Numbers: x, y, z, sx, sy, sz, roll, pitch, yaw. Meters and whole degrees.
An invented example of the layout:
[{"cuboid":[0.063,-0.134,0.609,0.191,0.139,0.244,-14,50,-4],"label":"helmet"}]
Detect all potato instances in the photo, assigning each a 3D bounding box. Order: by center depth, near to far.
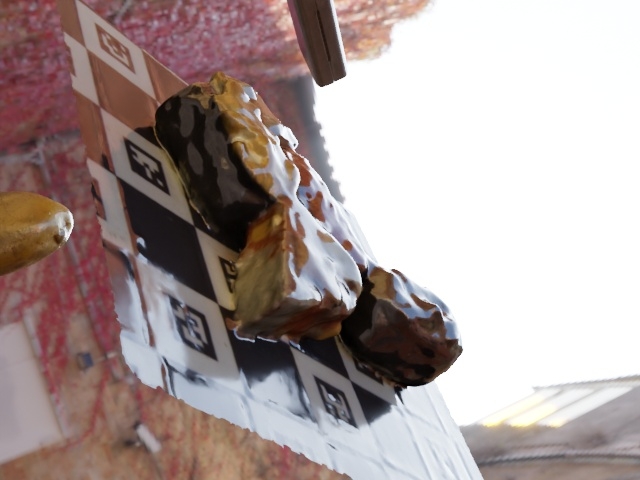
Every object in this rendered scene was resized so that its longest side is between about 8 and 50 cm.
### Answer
[{"cuboid":[-0.593,-0.001,1.607,0.195,0.369,0.176,13,72,-75],"label":"potato"}]

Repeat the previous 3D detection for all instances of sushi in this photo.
[{"cuboid":[0.000,0.000,0.626,0.359,0.064,0.343,37,22,-43],"label":"sushi"}]

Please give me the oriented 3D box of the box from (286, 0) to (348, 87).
[{"cuboid":[-0.013,-0.326,1.370,0.243,0.055,0.103,70,-2,-62],"label":"box"}]
